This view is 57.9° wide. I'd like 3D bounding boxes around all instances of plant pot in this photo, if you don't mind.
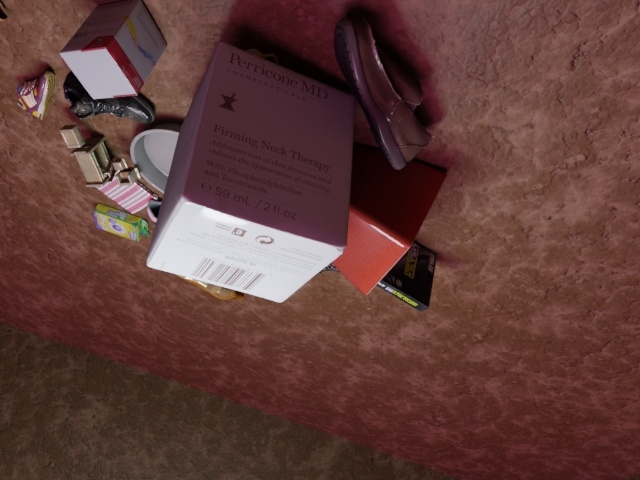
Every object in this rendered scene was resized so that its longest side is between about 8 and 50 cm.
[{"bbox_3d":[0.116,-0.074,1.438,0.236,0.267,0.267,33,144,0],"label":"plant pot"}]

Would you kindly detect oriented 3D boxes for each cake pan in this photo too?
[{"bbox_3d":[-0.382,-0.215,1.617,0.293,0.054,0.293,12,145,9],"label":"cake pan"}]

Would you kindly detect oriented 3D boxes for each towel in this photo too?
[{"bbox_3d":[-0.621,-0.169,1.810,0.144,0.029,0.197,-20,130,38],"label":"towel"}]

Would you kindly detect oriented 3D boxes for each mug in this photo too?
[{"bbox_3d":[-0.140,-0.391,1.280,0.062,0.078,0.064,39,154,43],"label":"mug"}]

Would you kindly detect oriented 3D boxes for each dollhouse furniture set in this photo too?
[{"bbox_3d":[-0.599,-0.255,1.620,0.161,0.101,0.182,0,127,16],"label":"dollhouse furniture set"}]

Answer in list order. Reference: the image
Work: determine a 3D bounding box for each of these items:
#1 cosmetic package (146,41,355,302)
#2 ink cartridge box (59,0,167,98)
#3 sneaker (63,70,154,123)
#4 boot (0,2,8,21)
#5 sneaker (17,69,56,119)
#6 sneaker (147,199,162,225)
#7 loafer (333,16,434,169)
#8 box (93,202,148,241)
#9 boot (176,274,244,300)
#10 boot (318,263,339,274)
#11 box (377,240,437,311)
[{"bbox_3d":[-0.147,-0.129,1.253,0.329,0.394,0.327,17,149,-20],"label":"cosmetic package"},{"bbox_3d":[-0.445,-0.418,1.262,0.128,0.176,0.127,1,144,23],"label":"ink cartridge box"},{"bbox_3d":[-0.539,-0.338,1.455,0.227,0.130,0.087,30,145,-21],"label":"sneaker"},{"bbox_3d":[-0.832,-0.566,1.323,0.152,0.073,0.197,-1,153,27],"label":"boot"},{"bbox_3d":[-0.757,-0.392,1.525,0.084,0.069,0.185,25,144,-20],"label":"sneaker"},{"bbox_3d":[-0.395,-0.079,1.758,0.319,0.112,0.131,-6,142,28],"label":"sneaker"},{"bbox_3d":[0.139,-0.318,1.214,0.130,0.134,0.366,-29,134,4],"label":"loafer"},{"bbox_3d":[-0.677,-0.056,1.975,0.179,0.043,0.105,17,146,-2],"label":"box"},{"bbox_3d":[-0.412,0.118,2.046,0.295,0.104,0.211,36,176,18],"label":"boot"},{"bbox_3d":[0.029,0.069,1.668,0.229,0.091,0.263,0,173,-1],"label":"boot"},{"bbox_3d":[0.237,0.077,1.625,0.184,0.191,0.045,30,142,-16],"label":"box"}]
